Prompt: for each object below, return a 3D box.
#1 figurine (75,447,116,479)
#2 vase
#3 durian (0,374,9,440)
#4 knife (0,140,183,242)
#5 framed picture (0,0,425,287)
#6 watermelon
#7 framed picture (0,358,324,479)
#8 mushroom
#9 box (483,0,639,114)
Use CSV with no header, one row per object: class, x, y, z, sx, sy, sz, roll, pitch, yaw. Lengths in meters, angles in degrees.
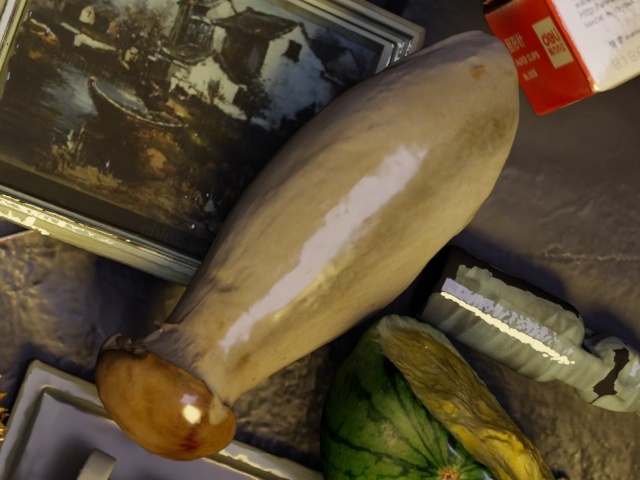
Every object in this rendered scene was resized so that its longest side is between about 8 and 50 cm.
figurine,-0.070,0.245,1.168,0.236,0.133,0.176,26,114,-2
vase,0.166,0.073,1.292,0.211,0.060,0.060,27,83,-10
durian,-0.266,0.121,1.150,0.137,0.158,0.168,31,80,-24
knife,-0.225,-0.026,1.208,0.278,0.053,0.123,-16,96,-23
framed picture,-0.083,-0.089,1.230,0.296,0.019,0.232,21,84,-25
watermelon,0.075,0.152,1.199,0.127,0.232,0.204,-43,98,9
framed picture,-0.048,0.309,1.254,0.446,0.028,0.326,23,84,-10
mushroom,0.000,0.000,1.196,0.350,0.128,0.128,-45,97,-16
box,0.219,-0.172,1.277,0.182,0.133,0.099,-29,95,-10
